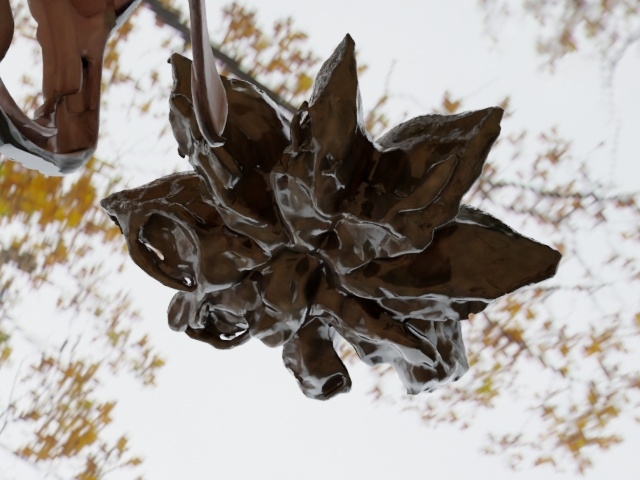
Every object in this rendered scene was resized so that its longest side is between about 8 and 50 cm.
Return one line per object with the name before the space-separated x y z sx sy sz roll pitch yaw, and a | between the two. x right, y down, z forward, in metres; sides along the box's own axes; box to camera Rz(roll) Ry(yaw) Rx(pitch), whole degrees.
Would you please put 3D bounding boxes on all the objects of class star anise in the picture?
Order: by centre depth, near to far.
star anise | 0.002 0.001 1.227 0.332 0.331 0.117 26 -134 -8

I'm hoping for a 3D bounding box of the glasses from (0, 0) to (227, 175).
glasses | -0.063 -0.117 0.389 0.095 0.255 0.162 -13 -105 7
